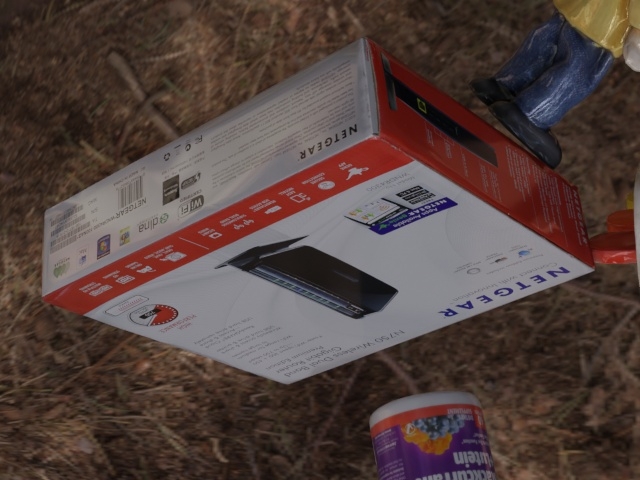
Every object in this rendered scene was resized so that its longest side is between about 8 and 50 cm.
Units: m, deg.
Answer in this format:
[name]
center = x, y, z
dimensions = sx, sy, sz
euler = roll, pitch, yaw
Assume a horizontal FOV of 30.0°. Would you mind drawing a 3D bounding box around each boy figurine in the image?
[boy figurine]
center = 0.245, -0.200, 0.970
dimensions = 0.092, 0.177, 0.285
euler = 36, 103, -26

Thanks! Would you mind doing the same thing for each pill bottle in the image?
[pill bottle]
center = 0.112, 0.244, 1.090
dimensions = 0.108, 0.108, 0.193
euler = -1, 65, -21

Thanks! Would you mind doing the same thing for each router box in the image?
[router box]
center = 0.000, 0.000, 0.962
dimensions = 0.301, 0.335, 0.082
euler = 26, 50, -45

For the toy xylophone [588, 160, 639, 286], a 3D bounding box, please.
[toy xylophone]
center = 0.368, -0.055, 1.016
dimensions = 0.322, 0.236, 0.081
euler = -42, 125, -53
